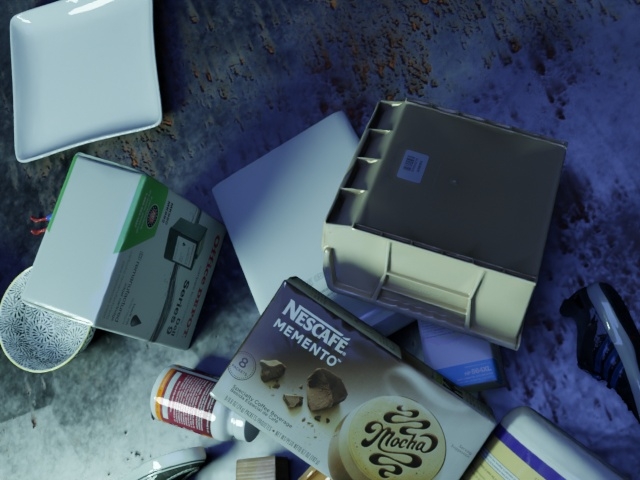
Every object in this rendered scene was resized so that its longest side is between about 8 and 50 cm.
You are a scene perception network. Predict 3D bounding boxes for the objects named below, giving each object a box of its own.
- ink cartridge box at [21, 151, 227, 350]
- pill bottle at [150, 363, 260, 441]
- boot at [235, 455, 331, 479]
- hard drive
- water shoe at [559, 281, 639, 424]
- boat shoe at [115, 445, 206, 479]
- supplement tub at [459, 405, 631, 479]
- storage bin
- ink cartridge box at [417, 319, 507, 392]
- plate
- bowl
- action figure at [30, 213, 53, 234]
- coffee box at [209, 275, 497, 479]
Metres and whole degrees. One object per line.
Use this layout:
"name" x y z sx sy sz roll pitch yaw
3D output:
"ink cartridge box" -0.261 0.027 1.350 0.121 0.289 0.211 15 82 19
"pill bottle" -0.159 0.236 1.370 0.152 0.086 0.086 13 82 23
"boot" 0.013 0.389 1.259 0.283 0.109 0.220 -10 75 16
"hard drive" 0.000 0.000 1.336 0.233 0.047 0.353 -30 53 7
"water shoe" 0.373 0.155 1.221 0.080 0.073 0.203 -32 63 33
"boat shoe" -0.248 0.365 1.380 0.219 0.077 0.070 -31 68 19
"supplement tub" 0.229 0.388 1.111 0.241 0.241 0.331 37 91 23
"storage bin" 0.158 -0.034 1.207 0.260 0.123 0.262 17 49 9
"ink cartridge box" 0.185 0.127 1.271 0.089 0.092 0.143 -13 73 16
"plate" -0.388 -0.282 1.602 0.277 0.045 0.277 -13 74 16
"bowl" -0.407 0.124 1.489 0.170 0.080 0.170 -5 75 19
"action figure" -0.420 -0.037 1.563 0.115 0.030 0.038 -13 68 14
"coffee box" 0.040 0.192 1.152 0.297 0.119 0.168 35 93 5
